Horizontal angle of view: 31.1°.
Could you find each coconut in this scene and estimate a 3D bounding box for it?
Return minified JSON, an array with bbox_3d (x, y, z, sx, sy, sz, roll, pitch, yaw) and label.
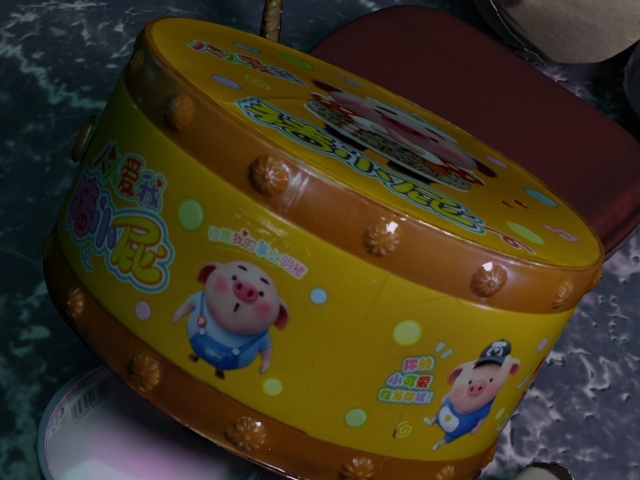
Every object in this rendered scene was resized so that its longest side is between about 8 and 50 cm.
[{"bbox_3d":[0.312,-0.362,1.359,0.323,0.323,0.323,3,50,-4],"label":"coconut"}]

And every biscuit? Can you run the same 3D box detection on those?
[{"bbox_3d":[-0.060,-0.186,1.275,0.025,0.131,0.230,7,48,-5],"label":"biscuit"}]

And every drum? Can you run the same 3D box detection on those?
[{"bbox_3d":[0.000,0.000,0.943,0.431,0.214,0.431,25,18,-9],"label":"drum"}]

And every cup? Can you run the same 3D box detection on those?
[{"bbox_3d":[-0.131,0.201,0.911,0.168,0.173,0.299,6,47,0],"label":"cup"}]

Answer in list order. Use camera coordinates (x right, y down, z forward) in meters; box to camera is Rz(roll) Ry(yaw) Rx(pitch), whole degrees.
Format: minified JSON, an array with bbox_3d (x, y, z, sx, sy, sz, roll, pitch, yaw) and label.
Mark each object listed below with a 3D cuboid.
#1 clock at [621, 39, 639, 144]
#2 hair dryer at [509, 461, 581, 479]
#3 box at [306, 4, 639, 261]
[{"bbox_3d":[0.508,-0.155,1.312,0.325,0.067,0.325,-3,42,3],"label":"clock"},{"bbox_3d":[0.097,0.272,0.930,0.362,0.128,0.203,-28,57,-35],"label":"hair dryer"},{"bbox_3d":[0.156,-0.104,1.243,0.263,0.108,0.404,-34,61,-29],"label":"box"}]
